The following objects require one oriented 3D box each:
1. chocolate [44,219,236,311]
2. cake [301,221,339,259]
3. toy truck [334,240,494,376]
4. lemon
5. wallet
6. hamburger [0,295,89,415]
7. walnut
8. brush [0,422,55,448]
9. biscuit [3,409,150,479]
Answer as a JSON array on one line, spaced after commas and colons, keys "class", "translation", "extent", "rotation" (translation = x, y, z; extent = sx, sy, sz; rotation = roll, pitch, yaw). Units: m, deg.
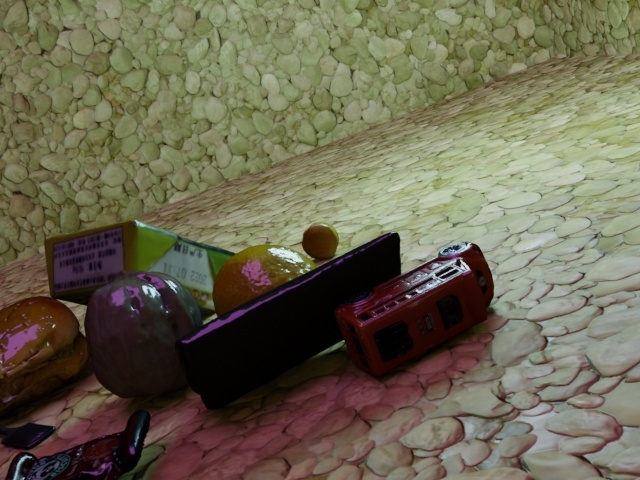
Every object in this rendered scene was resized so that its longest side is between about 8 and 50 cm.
[{"class": "chocolate", "translation": [-0.379, 0.070, 1.751], "extent": [0.301, 0.137, 0.289], "rotation": [-10, -22, 36]}, {"class": "cake", "translation": [0.000, 0.000, 1.849], "extent": [0.084, 0.084, 0.044], "rotation": [-15, 13, 19]}, {"class": "toy truck", "translation": [0.156, 0.100, 1.237], "extent": [0.253, 0.107, 0.114], "rotation": [-25, 16, -15]}, {"class": "lemon", "translation": [-0.083, 0.097, 1.412], "extent": [0.244, 0.186, 0.187], "rotation": [0, 25, 48]}, {"class": "wallet", "translation": [-0.031, 0.121, 1.267], "extent": [0.378, 0.197, 0.051], "rotation": [-27, 54, -16]}, {"class": "hamburger", "translation": [-0.607, 0.231, 1.640], "extent": [0.290, 0.170, 0.314], "rotation": [-35, 21, -27]}, {"class": "walnut", "translation": [-0.295, 0.153, 1.412], "extent": [0.224, 0.224, 0.224], "rotation": [-18, 15, 5]}, {"class": "brush", "translation": [-0.536, 0.335, 1.460], "extent": [0.193, 0.016, 0.063], "rotation": [-6, 19, 41]}, {"class": "biscuit", "translation": [-0.343, 0.319, 1.175], "extent": [0.235, 0.063, 0.151], "rotation": [-22, 14, 4]}]
